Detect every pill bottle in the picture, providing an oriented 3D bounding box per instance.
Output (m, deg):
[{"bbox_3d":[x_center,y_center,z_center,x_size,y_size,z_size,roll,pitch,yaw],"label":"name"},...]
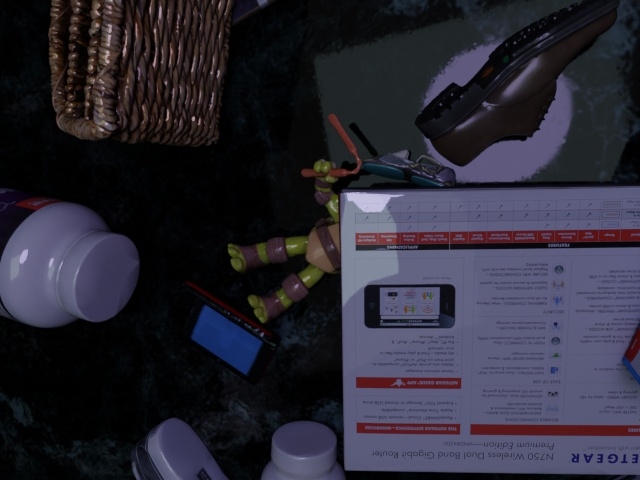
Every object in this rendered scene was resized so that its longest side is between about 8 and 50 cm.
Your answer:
[{"bbox_3d":[-0.024,0.364,0.632,0.118,0.117,0.208,5,100,17],"label":"pill bottle"},{"bbox_3d":[-0.439,0.018,0.677,0.323,0.181,0.181,12,102,15],"label":"pill bottle"}]

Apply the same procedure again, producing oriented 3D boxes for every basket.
[{"bbox_3d":[-0.242,-0.269,0.531,0.213,0.223,0.299,14,103,15],"label":"basket"}]

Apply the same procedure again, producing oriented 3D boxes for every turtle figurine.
[{"bbox_3d":[0.000,0.000,0.583,0.217,0.087,0.269,-24,97,4],"label":"turtle figurine"}]

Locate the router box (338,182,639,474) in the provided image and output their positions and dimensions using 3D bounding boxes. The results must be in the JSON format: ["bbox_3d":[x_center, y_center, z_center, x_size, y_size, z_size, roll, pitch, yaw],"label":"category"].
[{"bbox_3d":[0.187,0.091,0.501,0.335,0.082,0.301,0,98,3],"label":"router box"}]

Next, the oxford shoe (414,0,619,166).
[{"bbox_3d":[0.221,-0.168,0.506,0.227,0.083,0.096,-38,108,17],"label":"oxford shoe"}]

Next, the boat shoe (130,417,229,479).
[{"bbox_3d":[-0.186,0.422,0.698,0.102,0.108,0.301,-39,83,19],"label":"boat shoe"}]

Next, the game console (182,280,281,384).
[{"bbox_3d":[-0.138,0.134,0.653,0.144,0.124,0.085,29,79,11],"label":"game console"}]

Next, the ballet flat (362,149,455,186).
[{"bbox_3d":[0.110,-0.089,0.568,0.114,0.041,0.041,19,103,14],"label":"ballet flat"}]

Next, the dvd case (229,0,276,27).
[{"bbox_3d":[-0.183,-0.347,0.627,0.221,0.018,0.164,-21,91,20],"label":"dvd case"}]

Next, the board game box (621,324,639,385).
[{"bbox_3d":[0.457,0.032,0.338,0.308,0.086,0.302,19,104,18],"label":"board game box"}]

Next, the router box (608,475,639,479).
[{"bbox_3d":[0.420,0.416,0.434,0.081,0.243,0.309,-43,84,18],"label":"router box"}]
